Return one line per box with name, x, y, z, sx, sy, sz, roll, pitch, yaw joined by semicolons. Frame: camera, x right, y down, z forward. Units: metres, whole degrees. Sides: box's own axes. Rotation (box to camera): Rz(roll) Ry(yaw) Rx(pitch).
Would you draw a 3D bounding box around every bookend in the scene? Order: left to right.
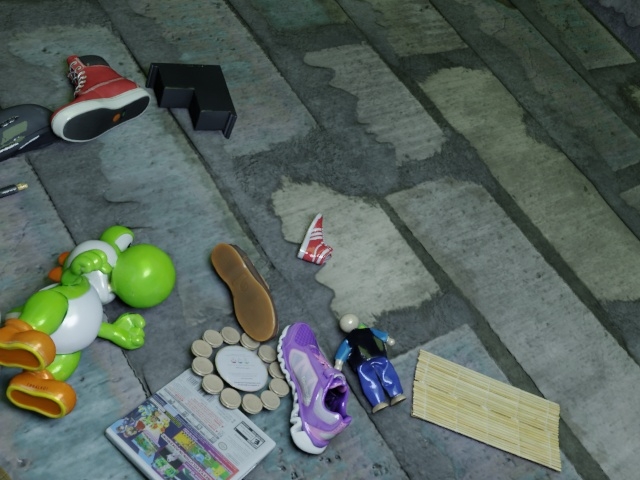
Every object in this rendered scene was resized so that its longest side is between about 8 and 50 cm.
bookend;-0.278;-0.300;1.715;0.156;0.072;0.157;-5;57;-27

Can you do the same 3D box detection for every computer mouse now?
computer mouse;-0.574;-0.174;1.481;0.262;0.060;0.184;-25;67;-37

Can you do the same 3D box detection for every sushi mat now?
sushi mat;0.320;0.324;1.533;0.317;0.019;0.151;22;49;-7

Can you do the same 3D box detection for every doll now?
doll;0.083;0.218;1.467;0.129;0.046;0.188;-19;70;-17

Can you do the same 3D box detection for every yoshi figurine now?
yoshi figurine;-0.351;0.103;1.285;0.203;0.204;0.362;42;36;-15

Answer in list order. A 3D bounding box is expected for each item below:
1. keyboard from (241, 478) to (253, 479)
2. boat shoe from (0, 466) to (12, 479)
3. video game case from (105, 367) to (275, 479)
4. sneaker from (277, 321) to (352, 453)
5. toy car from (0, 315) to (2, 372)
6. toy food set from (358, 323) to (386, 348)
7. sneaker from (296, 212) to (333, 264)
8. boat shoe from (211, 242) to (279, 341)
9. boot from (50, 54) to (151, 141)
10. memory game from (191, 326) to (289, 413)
keyboard;-0.116;0.415;1.241;0.192;0.038;0.100;29;47;-2
boat shoe;-0.501;0.333;1.126;0.153;0.048;0.056;32;34;-8
video game case;-0.204;0.316;1.267;0.201;0.023;0.183;38;46;20
sneaker;-0.002;0.240;1.376;0.095;0.105;0.236;22;44;-42
toy car;-0.560;0.137;1.185;0.136;0.159;0.181;-13;58;-7
toy food set;0.089;0.201;1.522;0.083;0.020;0.083;25;48;-5
sneaker;0.000;0.000;1.626;0.067;0.042;0.118;23;55;-1
boat shoe;-0.128;0.094;1.472;0.206;0.073;0.073;63;13;21
boot;-0.484;-0.295;1.603;0.176;0.088;0.244;40;37;9
memory game;-0.136;0.221;1.375;0.186;0.012;0.186;24;33;-16
